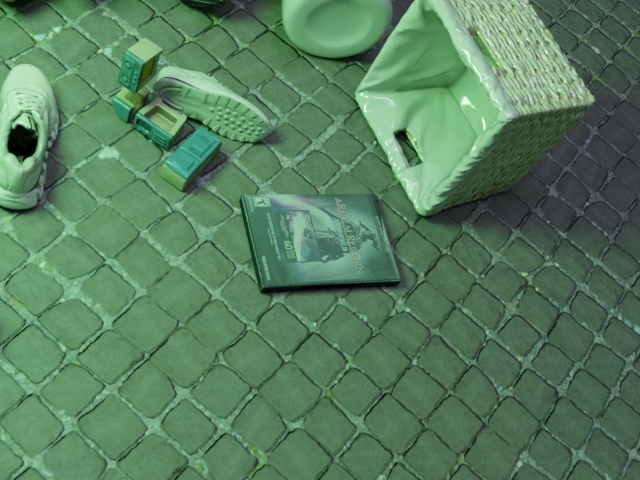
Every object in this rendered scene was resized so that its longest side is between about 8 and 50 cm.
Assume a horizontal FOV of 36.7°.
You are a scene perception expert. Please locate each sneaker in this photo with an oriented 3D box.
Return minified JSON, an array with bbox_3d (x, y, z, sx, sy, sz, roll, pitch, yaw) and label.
[{"bbox_3d":[-0.501,-0.198,1.642,0.110,0.118,0.292,5,55,-18],"label":"sneaker"},{"bbox_3d":[-0.199,-0.269,1.838,0.235,0.090,0.094,25,36,-10],"label":"sneaker"}]

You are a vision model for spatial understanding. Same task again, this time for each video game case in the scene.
[{"bbox_3d":[0.000,0.000,1.776,0.274,0.026,0.196,-2,59,-23],"label":"video game case"}]

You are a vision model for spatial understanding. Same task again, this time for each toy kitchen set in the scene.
[{"bbox_3d":[-0.279,-0.226,1.719,0.207,0.166,0.122,34,52,2],"label":"toy kitchen set"}]

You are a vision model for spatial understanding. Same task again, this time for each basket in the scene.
[{"bbox_3d":[0.293,-0.275,1.898,0.266,0.331,0.328,-10,63,-34],"label":"basket"}]

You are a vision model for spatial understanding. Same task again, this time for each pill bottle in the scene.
[{"bbox_3d":[0.020,-0.610,2.059,0.229,0.229,0.407,6,57,-19],"label":"pill bottle"}]

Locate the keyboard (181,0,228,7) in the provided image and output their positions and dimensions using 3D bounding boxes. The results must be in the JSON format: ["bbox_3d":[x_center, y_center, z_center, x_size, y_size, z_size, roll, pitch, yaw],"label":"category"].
[{"bbox_3d":[-0.215,-0.629,2.008,0.202,0.033,0.317,17,76,26],"label":"keyboard"}]
